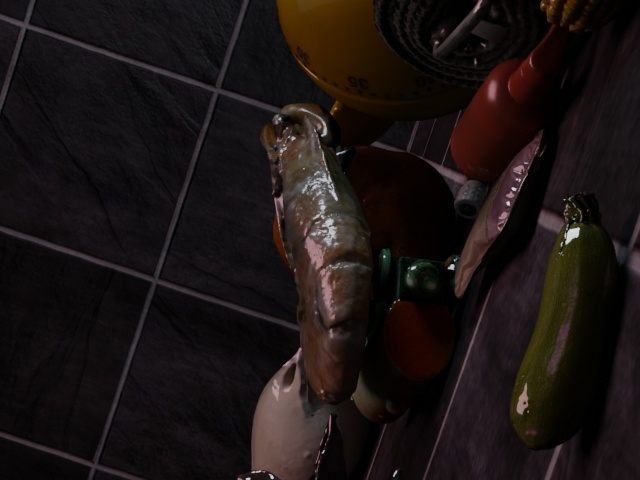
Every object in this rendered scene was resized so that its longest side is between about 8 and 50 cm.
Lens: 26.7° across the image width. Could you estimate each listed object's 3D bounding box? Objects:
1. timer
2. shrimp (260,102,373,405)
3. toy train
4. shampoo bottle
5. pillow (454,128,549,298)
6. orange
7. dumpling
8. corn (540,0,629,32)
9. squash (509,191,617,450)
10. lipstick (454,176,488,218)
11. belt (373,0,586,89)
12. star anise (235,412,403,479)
[{"bbox_3d":[0.116,-0.304,1.752,0.387,0.376,0.376,59,-133,-64],"label":"timer"},{"bbox_3d":[0.000,0.000,1.609,0.221,0.110,0.446,99,167,-48],"label":"shrimp"},{"bbox_3d":[0.096,0.119,1.594,0.285,0.116,0.177,115,161,-69],"label":"toy train"},{"bbox_3d":[0.193,-0.133,1.341,0.244,0.085,0.085,116,173,-71],"label":"shampoo bottle"},{"bbox_3d":[0.178,-0.024,1.350,0.233,0.038,0.131,110,-177,-72],"label":"pillow"},{"bbox_3d":[0.066,-0.035,1.824,0.183,0.249,0.249,-88,13,-47],"label":"orange"},{"bbox_3d":[0.002,0.283,2.055,0.260,0.181,0.341,-26,-72,-62],"label":"dumpling"},{"bbox_3d":[0.239,-0.261,1.059,0.288,0.086,0.086,113,176,-59],"label":"corn"},{"bbox_3d":[0.158,0.050,0.851,0.052,0.052,0.183,111,179,-59],"label":"squash"},{"bbox_3d":[0.193,-0.079,1.641,0.037,0.037,0.116,110,-178,-52],"label":"lipstick"},{"bbox_3d":[0.175,-0.262,1.334,0.295,0.206,0.160,-37,28,61],"label":"belt"},{"bbox_3d":[0.025,0.262,0.926,0.212,0.129,0.283,-54,41,15],"label":"star anise"}]
